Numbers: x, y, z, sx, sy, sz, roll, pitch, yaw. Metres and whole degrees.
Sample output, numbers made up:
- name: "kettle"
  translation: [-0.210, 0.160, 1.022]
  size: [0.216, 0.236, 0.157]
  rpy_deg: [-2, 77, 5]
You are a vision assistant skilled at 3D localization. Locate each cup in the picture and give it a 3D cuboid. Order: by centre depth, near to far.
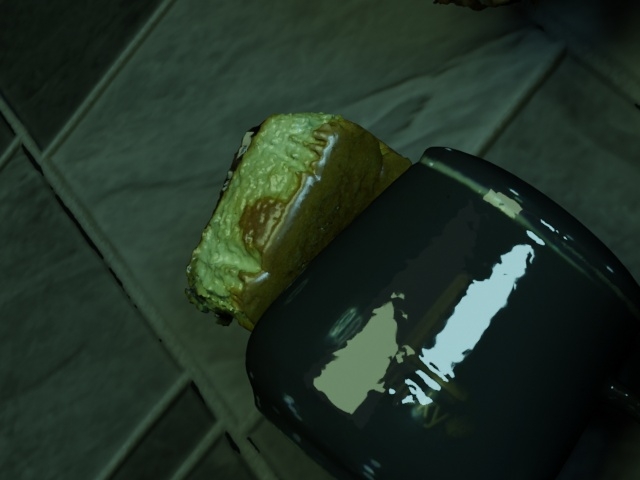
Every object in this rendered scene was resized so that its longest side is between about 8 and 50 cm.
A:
- name: "cup"
  translation: [0.086, 0.069, 0.908]
  size: [0.223, 0.169, 0.177]
  rpy_deg: [37, 85, 14]

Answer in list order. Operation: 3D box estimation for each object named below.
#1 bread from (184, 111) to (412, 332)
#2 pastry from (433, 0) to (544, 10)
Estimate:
- name: "bread"
  translation: [0.000, 0.000, 1.038]
  size: [0.069, 0.128, 0.140]
  rpy_deg: [27, 93, 46]
- name: "pastry"
  translation: [0.116, -0.254, 1.018]
  size: [0.274, 0.193, 0.275]
  rpy_deg: [-10, 71, 31]
